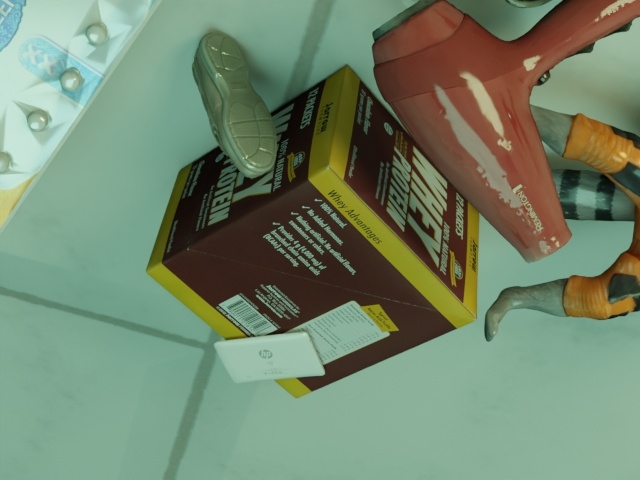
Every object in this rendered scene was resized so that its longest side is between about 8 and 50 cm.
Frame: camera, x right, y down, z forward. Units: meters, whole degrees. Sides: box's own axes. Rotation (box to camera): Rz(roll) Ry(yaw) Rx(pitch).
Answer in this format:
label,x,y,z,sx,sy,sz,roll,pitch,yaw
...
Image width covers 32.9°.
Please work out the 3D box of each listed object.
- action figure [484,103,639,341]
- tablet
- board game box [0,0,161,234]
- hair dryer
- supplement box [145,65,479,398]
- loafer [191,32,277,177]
label,x,y,z,sx,sy,sz,roll,pitch,yaw
action figure,0.289,-0.070,0.813,0.330,0.178,0.341,-2,103,3
tablet,-0.043,0.099,0.905,0.083,0.006,0.054,-8,131,16
board game box,-0.312,-0.198,0.699,0.390,0.050,0.390,33,102,-21
hair dryer,0.145,-0.129,0.704,0.224,0.080,0.293,8,103,7
supplement box,0.000,0.000,0.899,0.194,0.129,0.191,-28,123,30
loafer,-0.068,-0.100,0.836,0.045,0.125,0.039,-5,155,-36
